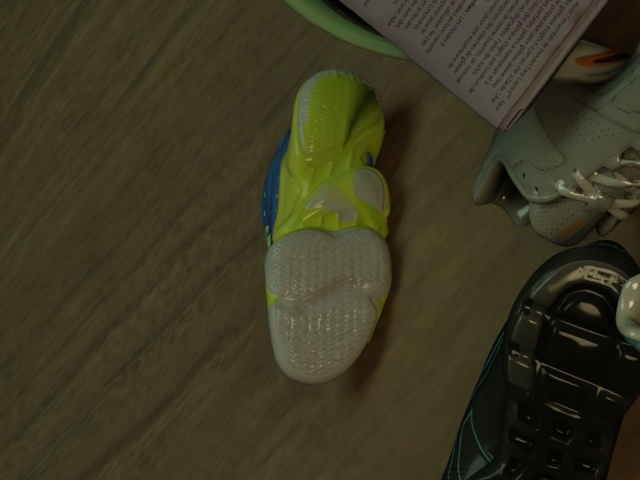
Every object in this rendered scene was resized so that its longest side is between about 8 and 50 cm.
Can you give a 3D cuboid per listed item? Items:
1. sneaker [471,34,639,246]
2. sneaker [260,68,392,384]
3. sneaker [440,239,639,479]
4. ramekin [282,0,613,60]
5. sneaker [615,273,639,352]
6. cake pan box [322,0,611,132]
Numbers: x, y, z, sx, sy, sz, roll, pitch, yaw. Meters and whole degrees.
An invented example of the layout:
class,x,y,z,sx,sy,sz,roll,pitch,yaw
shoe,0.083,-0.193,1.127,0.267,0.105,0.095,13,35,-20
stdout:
class,x,y,z,sx,sy,sz,roll,pitch,yaw
sneaker,0.173,-0.049,0.971,0.121,0.099,0.262,-62,18,-10
sneaker,0.000,0.000,1.304,0.126,0.091,0.240,129,153,-68
sneaker,0.123,0.122,0.991,0.106,0.101,0.267,-58,-9,-73
ramekin,0.089,-0.265,1.044,0.303,0.303,0.148,-57,-9,23
sneaker,0.239,0.008,0.827,0.229,0.092,0.087,-41,37,41
cake pan box,0.080,-0.227,0.939,0.267,0.246,0.070,-55,-10,23
